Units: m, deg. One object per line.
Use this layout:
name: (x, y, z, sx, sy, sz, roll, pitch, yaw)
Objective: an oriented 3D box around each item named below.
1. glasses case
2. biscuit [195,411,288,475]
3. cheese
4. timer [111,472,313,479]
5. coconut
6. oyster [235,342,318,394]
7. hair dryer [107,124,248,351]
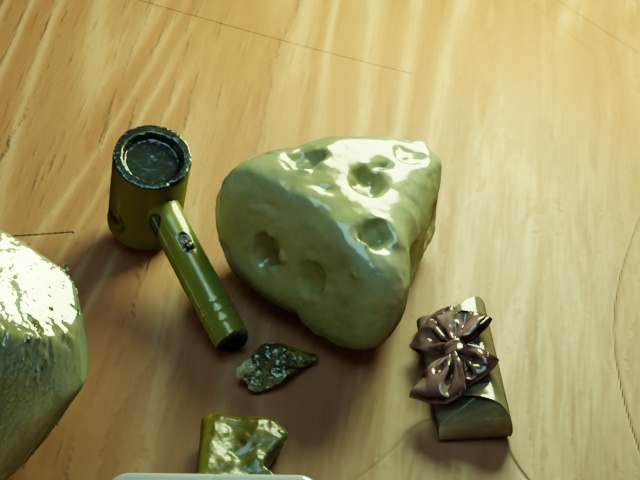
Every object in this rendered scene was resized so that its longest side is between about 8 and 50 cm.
glasses case: (0.140, 0.124, 2.107, 0.103, 0.070, 0.193, -3, 37, -4)
biscuit: (-0.046, 0.240, 1.975, 0.174, 0.039, 0.183, 0, 38, 0)
cheese: (0.000, -0.001, 2.191, 0.248, 0.173, 0.251, 7, 43, 4)
timer: (-0.095, 0.332, 1.706, 0.194, 0.195, 0.192, 0, 37, 10)
coconut: (-0.361, 0.125, 1.966, 0.245, 0.247, 0.245, 27, 29, -16)
oyster: (-0.048, 0.129, 2.127, 0.051, 0.034, 0.093, 35, 44, 26)
hair dryer: (-0.157, 0.016, 2.220, 0.090, 0.135, 0.278, -16, 58, -23)
